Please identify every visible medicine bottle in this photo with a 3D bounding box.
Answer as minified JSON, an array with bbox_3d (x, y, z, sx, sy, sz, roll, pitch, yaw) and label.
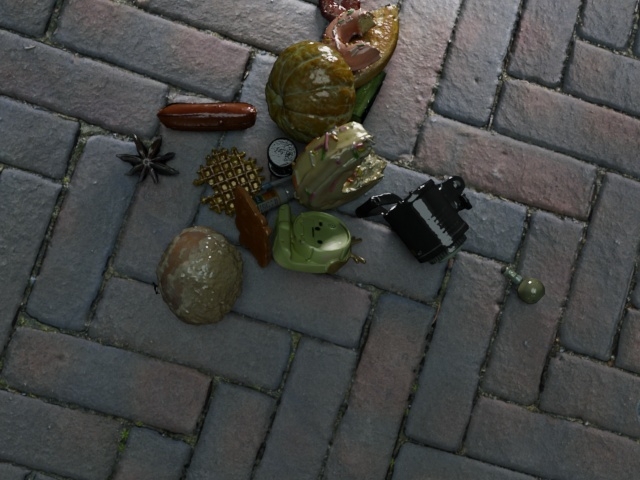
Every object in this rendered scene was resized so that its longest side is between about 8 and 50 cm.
[{"bbox_3d":[-0.140,-0.161,1.797,0.220,0.061,0.092,-25,125,-21],"label":"medicine bottle"}]

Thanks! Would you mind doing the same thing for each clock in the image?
[{"bbox_3d":[0.000,0.000,1.742,0.307,0.096,0.235,10,40,-13],"label":"clock"}]

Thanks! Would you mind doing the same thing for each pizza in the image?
[{"bbox_3d":[0.167,-0.678,1.869,0.182,0.074,0.366,19,76,13],"label":"pizza"}]

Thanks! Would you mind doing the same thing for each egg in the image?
[{"bbox_3d":[-0.374,0.107,1.685,0.278,0.279,0.311,-1,92,-5],"label":"egg"}]

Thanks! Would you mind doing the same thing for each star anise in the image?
[{"bbox_3d":[-0.573,-0.270,1.794,0.204,0.061,0.181,-3,85,-5],"label":"star anise"}]

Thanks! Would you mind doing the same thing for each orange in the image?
[{"bbox_3d":[-0.034,-0.466,1.721,0.249,0.329,0.330,-22,87,-27],"label":"orange"}]

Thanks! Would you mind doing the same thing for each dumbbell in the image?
[{"bbox_3d":[-0.125,-0.267,1.764,0.100,0.191,0.100,0,85,-5],"label":"dumbbell"}]

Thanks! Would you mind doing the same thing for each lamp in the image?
[{"bbox_3d":[0.344,-0.052,1.776,0.373,0.205,0.272,-18,83,-16],"label":"lamp"},{"bbox_3d":[0.692,0.146,1.860,0.163,0.091,0.091,41,83,16],"label":"lamp"}]

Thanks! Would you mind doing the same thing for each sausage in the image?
[{"bbox_3d":[-0.377,-0.414,1.804,0.329,0.102,0.102,-1,86,-6],"label":"sausage"}]

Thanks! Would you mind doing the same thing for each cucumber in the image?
[{"bbox_3d":[0.160,-0.505,1.877,0.077,0.062,0.212,24,75,15],"label":"cucumber"}]

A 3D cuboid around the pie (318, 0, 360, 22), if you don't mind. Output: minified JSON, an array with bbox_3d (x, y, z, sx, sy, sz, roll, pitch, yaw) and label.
[{"bbox_3d":[0.069,-0.837,1.901,0.153,0.038,0.154,0,86,-2],"label":"pie"}]

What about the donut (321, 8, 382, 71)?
[{"bbox_3d":[0.096,-0.669,1.793,0.198,0.085,0.233,-12,64,12],"label":"donut"}]

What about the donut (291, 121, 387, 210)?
[{"bbox_3d":[0.049,-0.221,1.703,0.307,0.371,0.150,-34,75,8],"label":"donut"}]

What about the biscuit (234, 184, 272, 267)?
[{"bbox_3d":[-0.221,-0.045,1.747,0.043,0.183,0.281,-24,102,-41],"label":"biscuit"}]

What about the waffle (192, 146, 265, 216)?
[{"bbox_3d":[-0.305,-0.197,1.816,0.228,0.051,0.232,26,83,-2],"label":"waffle"}]
